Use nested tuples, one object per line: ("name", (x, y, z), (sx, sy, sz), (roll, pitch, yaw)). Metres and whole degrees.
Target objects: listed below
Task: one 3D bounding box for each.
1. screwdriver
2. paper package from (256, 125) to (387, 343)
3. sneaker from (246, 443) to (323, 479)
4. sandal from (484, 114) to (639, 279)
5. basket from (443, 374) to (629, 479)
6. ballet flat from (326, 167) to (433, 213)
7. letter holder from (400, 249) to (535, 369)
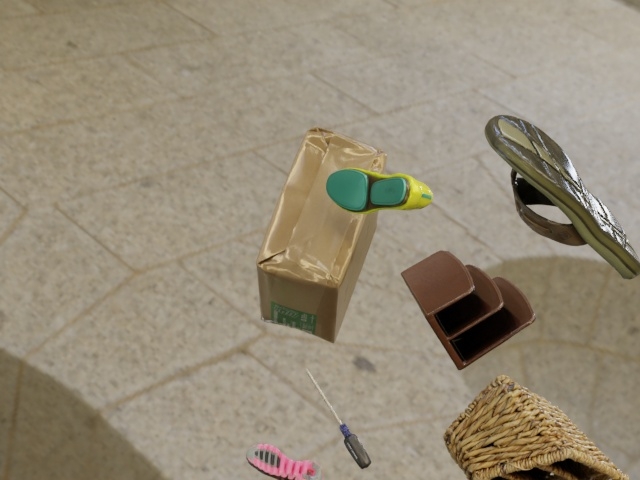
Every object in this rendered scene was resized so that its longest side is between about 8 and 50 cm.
("screwdriver", (0.024, 0.255, 1.554), (0.024, 0.169, 0.025), (-26, -12, -26))
("paper package", (0.000, 0.000, 2.073), (0.325, 0.168, 0.309), (94, -164, -67))
("sneaker", (-0.058, 0.344, 1.594), (0.057, 0.119, 0.047), (118, 173, -49))
("sandal", (0.305, -0.038, 1.371), (0.086, 0.120, 0.303), (-34, -63, 25))
("basket", (0.397, 0.426, 2.023), (0.213, 0.223, 0.299), (-48, -40, 8))
("ballet flat", (0.102, -0.079, 1.799), (0.077, 0.231, 0.077), (6, -89, -35))
("letter holder", (0.331, 0.123, 2.395), (0.214, 0.302, 0.152), (-32, -73, 4))
